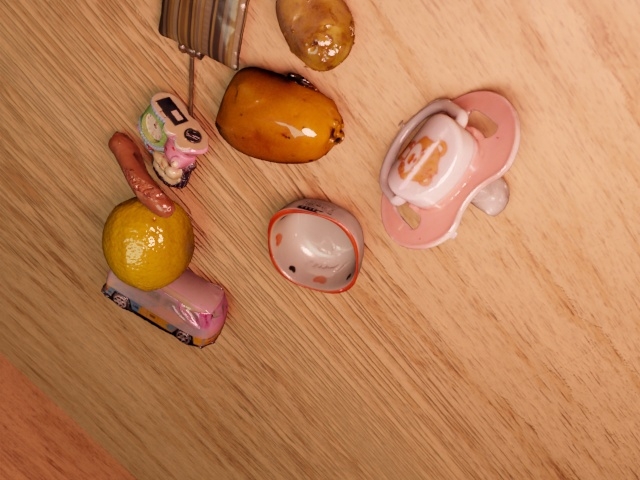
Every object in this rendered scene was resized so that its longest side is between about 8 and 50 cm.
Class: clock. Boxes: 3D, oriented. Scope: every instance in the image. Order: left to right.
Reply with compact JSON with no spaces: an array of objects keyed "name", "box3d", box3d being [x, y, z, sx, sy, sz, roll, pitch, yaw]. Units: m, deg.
[{"name":"clock","box3d":[-0.375,-0.241,1.328,0.194,0.100,0.195,52,139,6]}]

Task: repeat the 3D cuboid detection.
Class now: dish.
[{"name":"dish","box3d":[0.000,0.000,1.309,0.256,0.117,0.256,13,128,18]}]

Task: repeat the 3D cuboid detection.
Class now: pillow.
[{"name":"pillow","box3d":[-0.243,-0.493,1.118,0.212,0.052,0.208,29,128,10]}]

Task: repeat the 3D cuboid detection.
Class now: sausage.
[{"name":"sausage","box3d":[-0.470,-0.169,1.388,0.304,0.078,0.078,53,137,25]}]

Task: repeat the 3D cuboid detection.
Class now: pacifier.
[{"name":"pacifier","box3d":[0.250,-0.126,1.022,0.273,0.220,0.332,36,109,-1]}]

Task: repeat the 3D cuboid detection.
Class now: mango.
[{"name":"mango","box3d":[-0.089,-0.257,1.147,0.287,0.153,0.201,15,144,23]}]

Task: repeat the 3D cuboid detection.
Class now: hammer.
[{"name":"hammer","box3d":[-0.315,-0.335,1.292,0.058,0.029,0.292,25,133,11]}]

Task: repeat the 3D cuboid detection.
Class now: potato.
[{"name":"potato","box3d":[-0.007,-0.408,1.017,0.137,0.137,0.176,-22,90,37]}]

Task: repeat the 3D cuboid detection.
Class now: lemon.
[{"name":"lemon","box3d":[-0.471,0.003,1.470,0.267,0.267,0.267,14,128,18]}]

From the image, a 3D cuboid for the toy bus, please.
[{"name":"toy bus","box3d":[-0.462,0.165,1.634,0.386,0.171,0.162,30,132,3]}]
